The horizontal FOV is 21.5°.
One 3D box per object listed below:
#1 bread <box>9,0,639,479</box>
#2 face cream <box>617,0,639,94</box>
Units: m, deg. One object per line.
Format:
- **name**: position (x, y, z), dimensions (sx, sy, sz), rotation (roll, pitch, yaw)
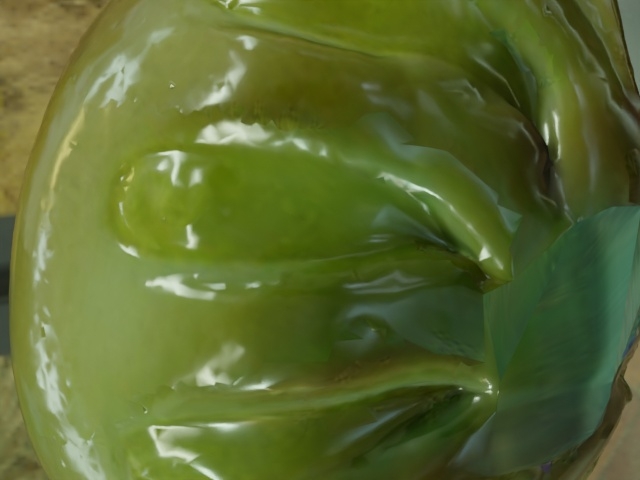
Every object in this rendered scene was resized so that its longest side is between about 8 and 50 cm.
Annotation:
- **bread**: position (-0.006, 0.012, 0.499), dimensions (0.158, 0.156, 0.260), rotation (22, 117, 51)
- **face cream**: position (0.284, -0.141, 1.283), dimensions (0.312, 0.357, 0.219), rotation (-51, 29, -4)
